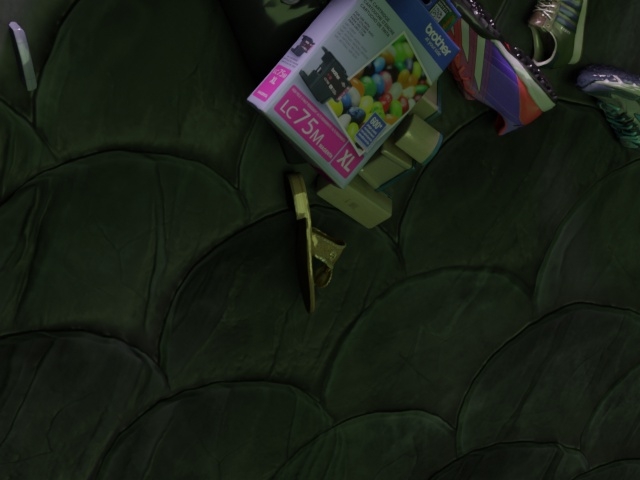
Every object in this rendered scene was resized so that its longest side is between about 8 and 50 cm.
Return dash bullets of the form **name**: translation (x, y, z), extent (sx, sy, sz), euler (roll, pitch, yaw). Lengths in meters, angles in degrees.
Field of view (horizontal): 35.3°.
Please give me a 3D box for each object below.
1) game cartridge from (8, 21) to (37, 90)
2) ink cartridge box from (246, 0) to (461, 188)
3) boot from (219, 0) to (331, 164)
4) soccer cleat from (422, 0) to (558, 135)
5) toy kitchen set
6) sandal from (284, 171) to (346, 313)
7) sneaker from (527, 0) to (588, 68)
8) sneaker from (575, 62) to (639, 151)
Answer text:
- **game cartridge**: translation (-0.391, -0.242, 1.322), extent (0.017, 0.056, 0.083), euler (-15, 119, -16)
- **ink cartridge box**: translation (0.065, -0.244, 1.376), extent (0.311, 0.065, 0.186), euler (-51, 127, -4)
- **boot**: translation (-0.111, -0.294, 1.381), extent (0.367, 0.146, 0.445), euler (-30, 126, -6)
- **soccer cleat**: translation (0.234, -0.286, 1.550), extent (0.116, 0.108, 0.318), euler (-38, 121, 22)
- **toy kitchen set**: translation (0.111, -0.150, 1.580), extent (0.122, 0.166, 0.207), euler (33, 134, -31)
- **sandal**: translation (0.002, 0.002, 1.587), extent (0.079, 0.088, 0.240), euler (-13, 113, -11)
- **sneaker**: translation (0.369, -0.359, 1.589), extent (0.086, 0.064, 0.192), euler (-19, 123, -20)
- **sneaker**: translation (0.541, -0.212, 1.710), extent (0.283, 0.110, 0.122), euler (14, 111, -28)
